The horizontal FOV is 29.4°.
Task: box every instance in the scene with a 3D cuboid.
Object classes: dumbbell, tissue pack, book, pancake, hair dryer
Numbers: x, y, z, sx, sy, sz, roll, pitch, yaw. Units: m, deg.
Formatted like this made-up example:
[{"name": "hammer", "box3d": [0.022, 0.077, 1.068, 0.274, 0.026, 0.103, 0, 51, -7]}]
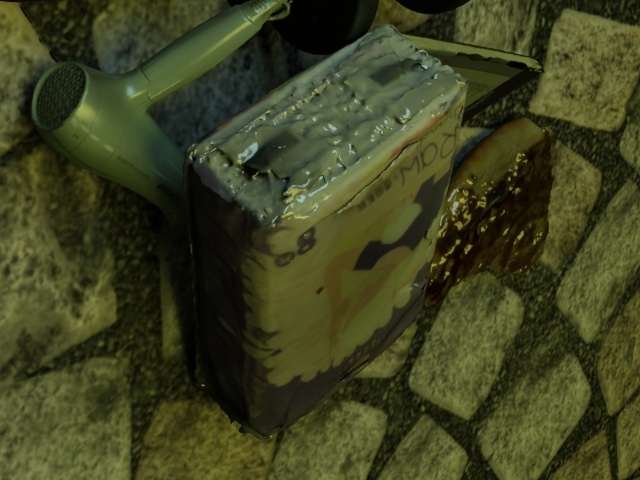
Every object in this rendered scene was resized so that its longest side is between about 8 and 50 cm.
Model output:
[{"name": "dumbbell", "box3d": [0.046, -0.254, 1.081, 0.325, 0.143, 0.143, -26, 124, -36]}, {"name": "tissue pack", "box3d": [0.000, 0.000, 1.084, 0.242, 0.125, 0.343, -36, 151, -27]}, {"name": "book", "box3d": [0.091, -0.147, 1.189, 0.231, 0.157, 0.026, 0, 67, -45]}, {"name": "pancake", "box3d": [0.196, -0.013, 1.425, 0.266, 0.057, 0.244, -54, 145, -8]}, {"name": "hair dryer", "box3d": [-0.092, -0.125, 0.999, 0.237, 0.075, 0.206, -40, 144, 10]}]

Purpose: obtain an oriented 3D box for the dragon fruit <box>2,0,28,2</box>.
[{"name": "dragon fruit", "box3d": [-0.173, -0.313, 0.880, 0.286, 0.228, 0.329, -41, 163, 17]}]
